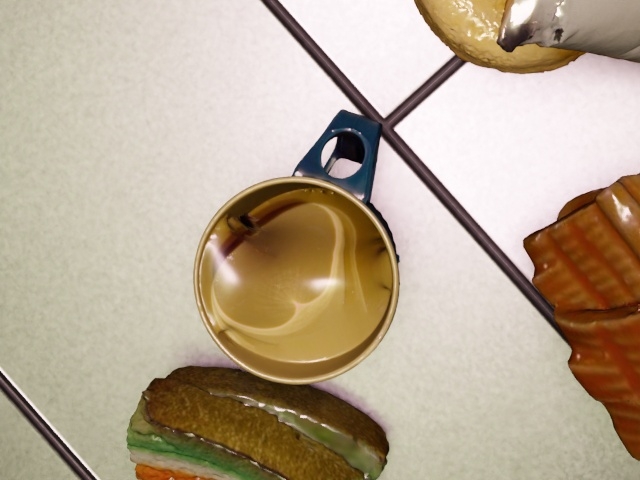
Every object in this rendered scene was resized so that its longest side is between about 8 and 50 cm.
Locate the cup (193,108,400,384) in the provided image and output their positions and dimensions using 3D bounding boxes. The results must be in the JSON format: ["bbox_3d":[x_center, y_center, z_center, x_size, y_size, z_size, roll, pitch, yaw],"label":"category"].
[{"bbox_3d":[0.000,0.000,1.095,0.131,0.155,0.176,22,95,4],"label":"cup"}]

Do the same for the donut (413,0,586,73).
[{"bbox_3d":[0.139,-0.207,1.102,0.174,0.074,0.190,32,98,3],"label":"donut"}]

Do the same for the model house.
[{"bbox_3d":[0.257,0.040,1.023,0.219,0.229,0.199,-23,88,10],"label":"model house"}]

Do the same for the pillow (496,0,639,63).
[{"bbox_3d":[0.242,-0.243,1.002,0.119,0.310,0.312,18,98,41],"label":"pillow"}]

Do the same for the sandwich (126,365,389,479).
[{"bbox_3d":[-0.052,0.180,1.148,0.184,0.109,0.160,24,117,2],"label":"sandwich"}]
